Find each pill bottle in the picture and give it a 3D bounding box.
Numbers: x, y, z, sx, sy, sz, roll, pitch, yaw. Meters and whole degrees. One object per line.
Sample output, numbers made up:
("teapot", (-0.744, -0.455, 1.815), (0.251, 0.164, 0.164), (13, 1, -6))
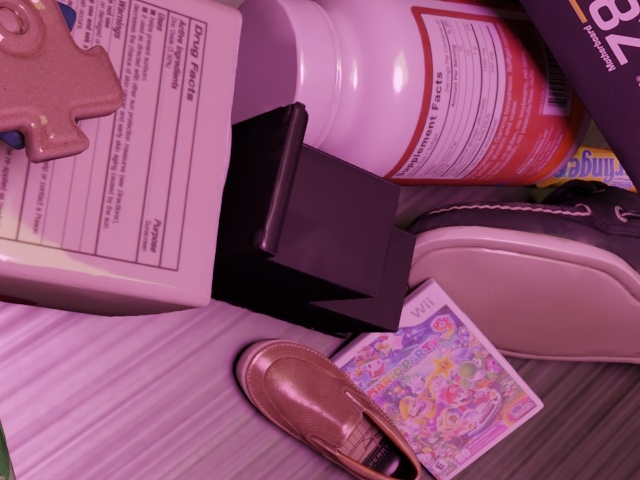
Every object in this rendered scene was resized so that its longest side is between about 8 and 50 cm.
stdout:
("pill bottle", (0.053, -0.093, 0.607), (0.216, 0.121, 0.121), (-1, 86, -34))

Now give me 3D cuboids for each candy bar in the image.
("candy bar", (0.225, -0.057, 0.779), (0.161, 0.018, 0.040), (3, 84, -33))

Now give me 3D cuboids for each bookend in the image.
("bookend", (0.000, 0.000, 0.540), (0.156, 0.157, 0.072), (21, 74, -30))

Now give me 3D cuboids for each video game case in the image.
("video game case", (0.075, 0.093, 0.639), (0.087, 0.011, 0.122), (-40, 110, 9))

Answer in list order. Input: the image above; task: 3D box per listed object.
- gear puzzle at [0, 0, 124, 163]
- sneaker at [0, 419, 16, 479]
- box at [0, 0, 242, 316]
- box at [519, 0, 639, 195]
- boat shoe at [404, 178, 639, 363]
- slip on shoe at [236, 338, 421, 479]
("gear puzzle", (-0.212, -0.076, 0.272), (0.339, 0.044, 0.175), (-21, 86, -52))
("sneaker", (-0.158, 0.152, 0.431), (0.109, 0.123, 0.296), (-24, 103, -36))
("box", (-0.170, -0.054, 0.450), (0.232, 0.127, 0.149), (13, 76, -32))
("box", (0.205, -0.254, 0.661), (0.318, 0.097, 0.395), (54, 38, -19))
("boat shoe", (0.199, 0.013, 0.700), (0.340, 0.127, 0.113), (9, 53, -18))
("slip on shoe", (0.008, 0.107, 0.598), (0.135, 0.041, 0.051), (46, 76, -22))
